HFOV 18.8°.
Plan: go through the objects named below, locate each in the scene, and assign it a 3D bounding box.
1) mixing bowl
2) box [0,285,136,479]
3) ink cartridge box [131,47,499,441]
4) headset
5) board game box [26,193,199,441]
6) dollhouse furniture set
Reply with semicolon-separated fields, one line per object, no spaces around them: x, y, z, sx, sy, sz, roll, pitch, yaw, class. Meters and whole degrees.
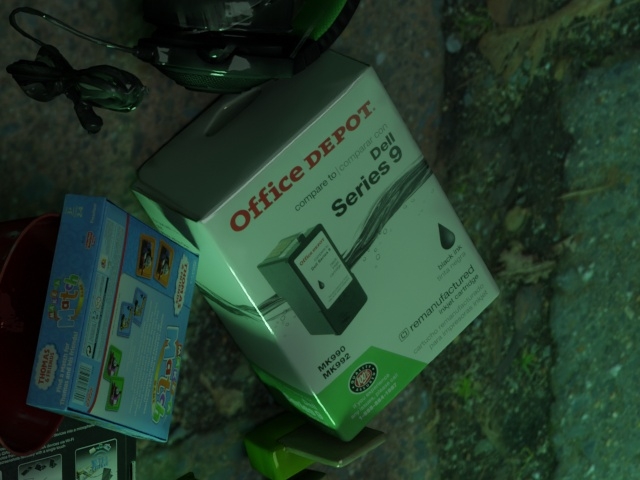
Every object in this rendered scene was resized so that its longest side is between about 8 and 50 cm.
-0.250;0.064;1.430;0.181;0.098;0.181;6;90;-75;mixing bowl
-0.335;0.178;1.545;0.395;0.097;0.318;-12;114;-33;box
0.000;0.000;1.706;0.211;0.121;0.289;-44;127;-15;ink cartridge box
-0.081;-0.214;1.530;0.394;0.185;0.243;-37;125;-34;headset
-0.156;0.065;1.505;0.211;0.039;0.160;37;61;-69;board game box
0.000;0.329;1.770;0.197;0.151;0.301;-27;113;-36;dollhouse furniture set
